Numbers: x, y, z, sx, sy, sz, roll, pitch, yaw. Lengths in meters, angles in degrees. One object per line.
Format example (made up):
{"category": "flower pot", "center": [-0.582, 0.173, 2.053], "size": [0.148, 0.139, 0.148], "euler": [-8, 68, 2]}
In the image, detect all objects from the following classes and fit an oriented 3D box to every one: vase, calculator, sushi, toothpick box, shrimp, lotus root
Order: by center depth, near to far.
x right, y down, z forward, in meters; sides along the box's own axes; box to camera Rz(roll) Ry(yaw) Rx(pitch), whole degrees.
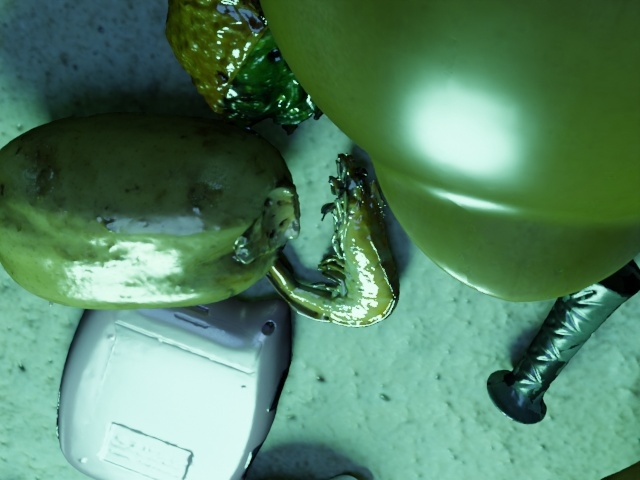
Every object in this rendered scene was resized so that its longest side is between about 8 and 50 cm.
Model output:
{"category": "toothpick box", "center": [0.156, -0.222, 1.082], "size": [0.409, 0.409, 0.425], "euler": [15, 133, 4]}
{"category": "sushi", "center": [-0.027, -0.164, 1.327], "size": [0.140, 0.149, 0.287], "euler": [53, 164, 5]}
{"category": "lotus root", "center": [-0.159, -0.023, 1.473], "size": [0.284, 0.146, 0.160], "euler": [4, 116, 15]}
{"category": "vase", "center": [0.195, 0.077, 1.505], "size": [0.059, 0.059, 0.167], "euler": [26, 128, -4]}
{"category": "shrimp", "center": [0.000, -0.001, 1.519], "size": [0.124, 0.034, 0.178], "euler": [2, 130, 22]}
{"category": "calculator", "center": [-0.138, 0.142, 1.651], "size": [0.194, 0.043, 0.294], "euler": [20, 129, -1]}

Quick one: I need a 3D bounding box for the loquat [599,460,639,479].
{"category": "loquat", "center": [0.322, 0.327, 1.494], "size": [0.328, 0.328, 0.328], "euler": [7, 127, 10]}

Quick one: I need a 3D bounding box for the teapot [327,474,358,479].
{"category": "teapot", "center": [-0.043, 0.298, 1.714], "size": [0.226, 0.092, 0.145], "euler": [-32, 111, 35]}
